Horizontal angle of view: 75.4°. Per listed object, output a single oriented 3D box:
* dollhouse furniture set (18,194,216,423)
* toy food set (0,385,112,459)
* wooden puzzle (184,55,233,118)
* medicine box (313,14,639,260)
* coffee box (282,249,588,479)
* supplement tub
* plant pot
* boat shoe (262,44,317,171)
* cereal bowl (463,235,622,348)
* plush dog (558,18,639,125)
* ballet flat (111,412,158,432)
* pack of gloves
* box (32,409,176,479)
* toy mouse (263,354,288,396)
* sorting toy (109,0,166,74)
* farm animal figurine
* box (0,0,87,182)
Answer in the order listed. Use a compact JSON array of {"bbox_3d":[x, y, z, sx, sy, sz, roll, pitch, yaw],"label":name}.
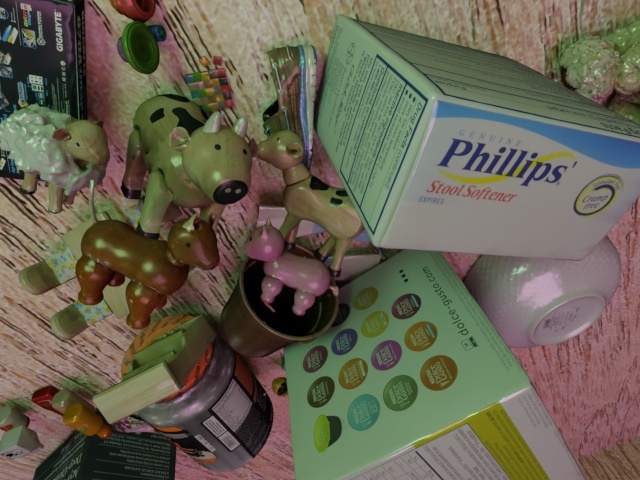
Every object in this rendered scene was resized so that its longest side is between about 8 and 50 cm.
[{"bbox_3d":[-0.268,0.086,0.564,0.212,0.161,0.242,-28,100,9],"label":"dollhouse furniture set"},{"bbox_3d":[-0.541,0.369,0.819,0.232,0.111,0.104,-23,131,0],"label":"toy food set"},{"bbox_3d":[-0.141,-0.191,0.528,0.049,0.006,0.083,-13,132,-5],"label":"wooden puzzle"},{"bbox_3d":[0.156,-0.126,0.479,0.264,0.289,0.149,4,128,-19],"label":"medicine box"},{"bbox_3d":[0.168,0.273,0.713,0.334,0.337,0.338,-32,121,11],"label":"coffee box"},{"bbox_3d":[-0.224,0.293,0.793,0.194,0.193,0.316,-19,131,0],"label":"supplement tub"},{"bbox_3d":[-0.081,0.112,0.690,0.167,0.166,0.165,13,143,-25],"label":"plant pot"},{"bbox_3d":[-0.044,-0.161,0.550,0.066,0.066,0.183,-2,120,-9],"label":"boat shoe"},{"bbox_3d":[0.486,0.121,0.886,0.339,0.141,0.338,-9,132,-10],"label":"cereal bowl"},{"bbox_3d":[0.498,-0.212,0.548,0.262,0.225,0.210,26,118,-32],"label":"plush dog"},{"bbox_3d":[-0.345,0.384,0.919,0.222,0.077,0.079,9,122,-18],"label":"ballet flat"},{"bbox_3d":[0.000,0.000,0.722,0.232,0.046,0.195,2,140,-13],"label":"pack of gloves"},{"bbox_3d":[-0.480,0.627,0.868,0.293,0.395,0.212,-43,128,20],"label":"box"},{"bbox_3d":[-0.056,0.274,0.914,0.143,0.031,0.161,-61,145,-7],"label":"toy mouse"},{"bbox_3d":[-0.203,-0.230,0.445,0.042,0.061,0.101,4,96,17],"label":"sorting toy"},{"bbox_3d":[-0.111,-0.069,0.457,0.330,0.327,0.172,-13,134,-52],"label":"farm animal figurine"},{"bbox_3d":[-0.358,-0.172,0.453,0.175,0.051,0.220,5,128,-20],"label":"box"}]
